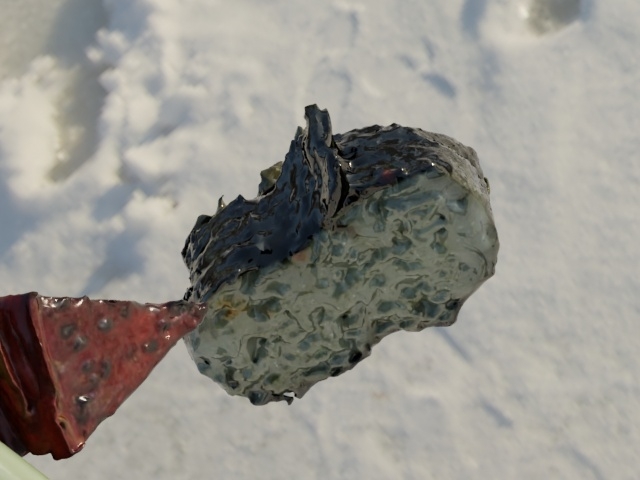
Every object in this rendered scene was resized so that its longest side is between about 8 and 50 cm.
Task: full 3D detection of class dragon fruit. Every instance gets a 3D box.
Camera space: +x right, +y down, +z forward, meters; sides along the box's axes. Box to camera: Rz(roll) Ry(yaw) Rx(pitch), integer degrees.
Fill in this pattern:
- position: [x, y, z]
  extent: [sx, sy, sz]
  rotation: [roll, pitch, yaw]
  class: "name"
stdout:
- position: [-0.111, 0.059, 0.646]
  extent: [0.131, 0.097, 0.063]
  rotation: [-14, 77, 53]
  class: "dragon fruit"

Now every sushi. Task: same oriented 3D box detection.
- position: [0.000, 0.000, 0.989]
  extent: [0.212, 0.147, 0.115]
  rotation: [-33, 38, 15]
  class: "sushi"

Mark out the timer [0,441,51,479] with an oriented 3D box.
- position: [-0.220, 0.212, 0.621]
  extent: [0.291, 0.291, 0.315]
  rotation: [20, 69, 46]
  class: "timer"
